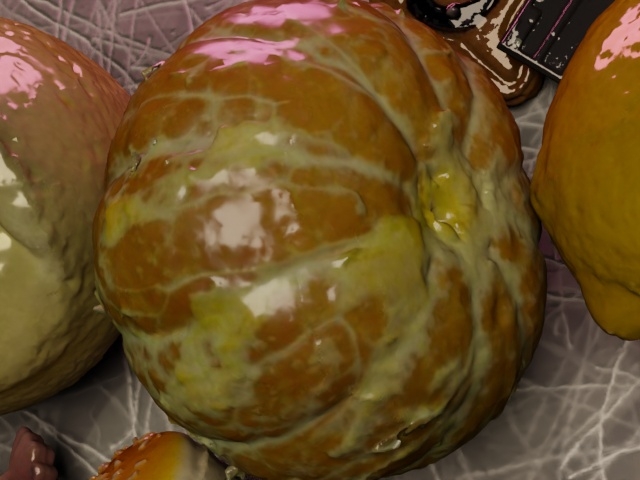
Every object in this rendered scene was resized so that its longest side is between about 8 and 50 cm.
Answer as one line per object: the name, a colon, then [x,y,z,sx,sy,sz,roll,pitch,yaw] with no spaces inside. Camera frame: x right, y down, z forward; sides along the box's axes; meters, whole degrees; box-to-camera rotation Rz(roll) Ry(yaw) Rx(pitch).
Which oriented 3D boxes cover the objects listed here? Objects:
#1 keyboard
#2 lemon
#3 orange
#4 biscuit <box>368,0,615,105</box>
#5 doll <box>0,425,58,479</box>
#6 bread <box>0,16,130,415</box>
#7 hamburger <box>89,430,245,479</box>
keyboard: [0.209,-0.209,1.005,0.067,0.011,0.202,32,84,11]
lemon: [0.257,-0.061,0.872,0.233,0.233,0.288,30,79,22]
orange: [0.000,0.000,0.897,0.249,0.329,0.329,-19,70,36]
biscuit: [0.136,-0.218,1.052,0.290,0.041,0.208,42,92,22]
doll: [-0.303,0.245,1.043,0.262,0.093,0.211,-37,62,9]
bread: [-0.275,-0.024,1.036,0.321,0.237,0.320,-1,88,27]
hamburger: [-0.140,0.274,0.919,0.151,0.227,0.295,32,86,-1]
